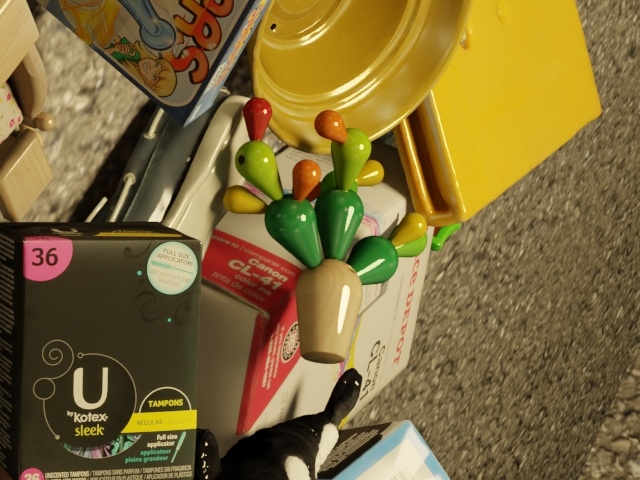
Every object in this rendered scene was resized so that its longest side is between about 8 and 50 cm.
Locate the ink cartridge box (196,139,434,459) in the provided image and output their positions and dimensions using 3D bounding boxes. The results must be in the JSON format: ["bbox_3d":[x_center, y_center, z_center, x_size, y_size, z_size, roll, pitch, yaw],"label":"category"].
[{"bbox_3d":[-0.033,0.063,1.661,0.306,0.131,0.226,-37,144,-50],"label":"ink cartridge box"}]

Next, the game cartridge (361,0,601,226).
[{"bbox_3d":[0.137,-0.195,1.734,0.323,0.052,0.285,-35,113,-56],"label":"game cartridge"}]

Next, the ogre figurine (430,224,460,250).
[{"bbox_3d":[0.063,-0.010,1.862,0.118,0.097,0.197,-32,130,-37],"label":"ogre figurine"}]

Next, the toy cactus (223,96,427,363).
[{"bbox_3d":[0.000,0.000,1.473,0.219,0.112,0.180,37,54,-56],"label":"toy cactus"}]

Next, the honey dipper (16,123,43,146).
[{"bbox_3d":[-0.194,-0.107,1.249,0.030,0.030,0.161,-53,159,-31],"label":"honey dipper"}]

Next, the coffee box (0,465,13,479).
[{"bbox_3d":[-0.201,0.276,1.470,0.098,0.141,0.246,-37,143,-52],"label":"coffee box"}]

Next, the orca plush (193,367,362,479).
[{"bbox_3d":[-0.047,0.169,1.449,0.287,0.151,0.102,-47,115,-46],"label":"orca plush"}]

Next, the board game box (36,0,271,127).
[{"bbox_3d":[-0.086,-0.179,1.186,0.035,0.136,0.201,-43,170,-45],"label":"board game box"}]

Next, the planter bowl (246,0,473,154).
[{"bbox_3d":[0.009,-0.181,1.525,0.217,0.090,0.217,-25,134,-30],"label":"planter bowl"}]

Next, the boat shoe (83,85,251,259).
[{"bbox_3d":[-0.131,-0.005,1.428,0.254,0.079,0.095,-64,156,-12],"label":"boat shoe"}]

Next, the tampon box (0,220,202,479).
[{"bbox_3d":[-0.149,0.072,1.306,0.120,0.101,0.161,-1,98,-21],"label":"tampon box"}]

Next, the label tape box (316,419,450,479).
[{"bbox_3d":[-0.057,0.277,1.712,0.249,0.115,0.347,-37,-172,-24],"label":"label tape box"}]

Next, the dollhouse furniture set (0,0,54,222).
[{"bbox_3d":[-0.227,-0.004,1.074,0.303,0.174,0.355,-56,156,-23],"label":"dollhouse furniture set"}]
